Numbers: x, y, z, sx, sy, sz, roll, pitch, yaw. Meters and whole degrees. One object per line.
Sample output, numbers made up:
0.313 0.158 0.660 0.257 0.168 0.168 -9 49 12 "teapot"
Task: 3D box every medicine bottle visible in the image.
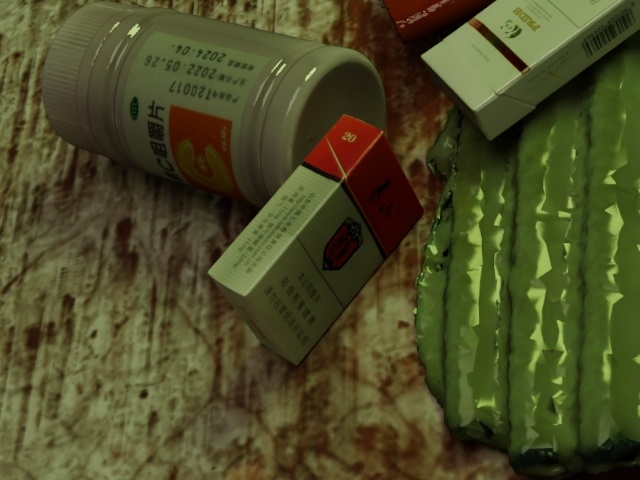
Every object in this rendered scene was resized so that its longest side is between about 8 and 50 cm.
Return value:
-0.084 -0.105 1.069 0.250 0.133 0.133 19 66 32 "medicine bottle"

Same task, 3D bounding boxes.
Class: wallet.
0.142 -0.223 1.089 0.204 0.045 0.142 -25 28 7 "wallet"

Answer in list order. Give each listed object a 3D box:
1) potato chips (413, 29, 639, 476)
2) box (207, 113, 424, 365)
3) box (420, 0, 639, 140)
0.231 -0.038 0.923 0.358 0.070 0.429 -7 51 25 "potato chips"
0.000 0.000 0.976 0.048 0.100 0.152 32 74 35 "box"
0.156 -0.147 0.985 0.154 0.040 0.084 -37 46 2 "box"
